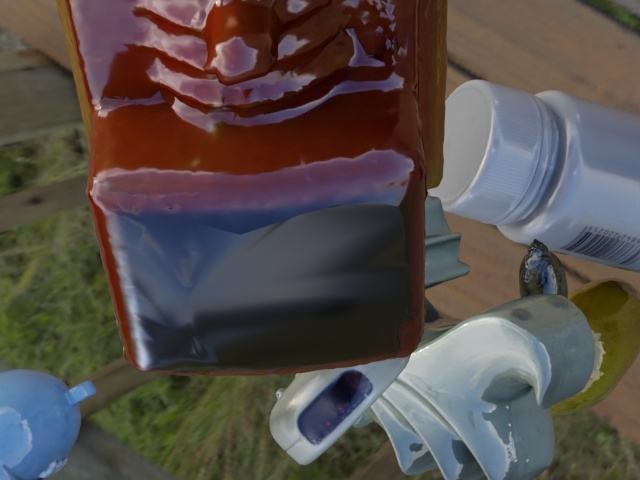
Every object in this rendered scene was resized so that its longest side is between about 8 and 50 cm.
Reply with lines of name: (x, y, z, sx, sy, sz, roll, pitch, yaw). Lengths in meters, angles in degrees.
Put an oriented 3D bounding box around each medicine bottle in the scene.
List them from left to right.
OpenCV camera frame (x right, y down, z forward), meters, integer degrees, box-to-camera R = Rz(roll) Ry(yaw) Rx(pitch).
medicine bottle: (0.325, -0.088, 1.862, 0.340, 0.208, 0.208, 14, 113, -22)

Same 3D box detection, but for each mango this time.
mango: (0.370, 0.137, 1.938, 0.142, 0.332, 0.195, 42, 121, 10)

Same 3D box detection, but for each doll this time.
doll: (-0.381, 0.241, 1.536, 0.314, 0.177, 0.141, -33, 86, 4)

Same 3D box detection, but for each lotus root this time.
lotus root: (0.247, 0.047, 1.556, 0.054, 0.049, 0.099, -12, 112, -2)

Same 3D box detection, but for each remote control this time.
remote control: (0.015, 0.070, 0.764, 0.078, 0.221, 0.042, -45, 86, 7)

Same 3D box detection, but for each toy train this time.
toy train: (-0.027, -0.105, 0.517, 0.163, 0.231, 0.369, -5, 137, -1)

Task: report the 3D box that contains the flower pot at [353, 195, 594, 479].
flower pot: (0.117, 0.110, 1.511, 0.367, 0.165, 0.254, 39, 130, 38)
